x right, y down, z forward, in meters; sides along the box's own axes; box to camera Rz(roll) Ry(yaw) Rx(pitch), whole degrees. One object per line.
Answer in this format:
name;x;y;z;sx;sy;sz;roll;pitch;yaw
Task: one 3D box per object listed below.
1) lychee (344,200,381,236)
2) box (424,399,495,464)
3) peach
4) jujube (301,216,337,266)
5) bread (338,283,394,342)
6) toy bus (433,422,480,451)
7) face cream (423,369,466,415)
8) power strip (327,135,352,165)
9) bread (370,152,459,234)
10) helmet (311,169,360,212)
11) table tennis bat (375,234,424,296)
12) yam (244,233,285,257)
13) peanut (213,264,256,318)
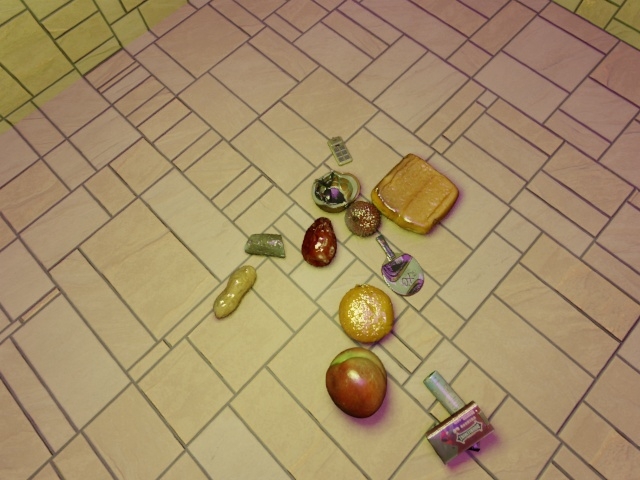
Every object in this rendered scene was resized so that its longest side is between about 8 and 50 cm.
lychee;0.185;-0.095;1.786;0.165;0.197;0.166;8;107;27
box;0.505;0.697;1.470;0.224;0.069;0.120;-36;77;-2
peach;0.139;0.536;1.518;0.251;0.252;0.253;-1;69;2
jujube;0.000;0.000;1.773;0.167;0.168;0.237;7;53;5
bread;0.187;0.305;1.658;0.239;0.139;0.240;-1;70;2
toy bus;0.514;0.744;1.527;0.171;0.057;0.072;11;63;6
face cream;0.503;0.619;1.564;0.075;0.075;0.229;-38;73;-12
power strip;0.093;-0.450;2.002;0.076;0.028;0.169;-23;70;-6
bread;0.426;-0.195;1.834;0.327;0.148;0.337;38;70;11
helmet;0.068;-0.211;1.860;0.224;0.130;0.199;-18;67;-11
table tennis bat;0.339;0.105;1.791;0.173;0.022;0.302;-27;73;-8
yam;-0.243;0.019;1.804;0.182;0.107;0.107;3;70;5
peanut;-0.370;0.217;1.728;0.101;0.117;0.263;25;74;33
